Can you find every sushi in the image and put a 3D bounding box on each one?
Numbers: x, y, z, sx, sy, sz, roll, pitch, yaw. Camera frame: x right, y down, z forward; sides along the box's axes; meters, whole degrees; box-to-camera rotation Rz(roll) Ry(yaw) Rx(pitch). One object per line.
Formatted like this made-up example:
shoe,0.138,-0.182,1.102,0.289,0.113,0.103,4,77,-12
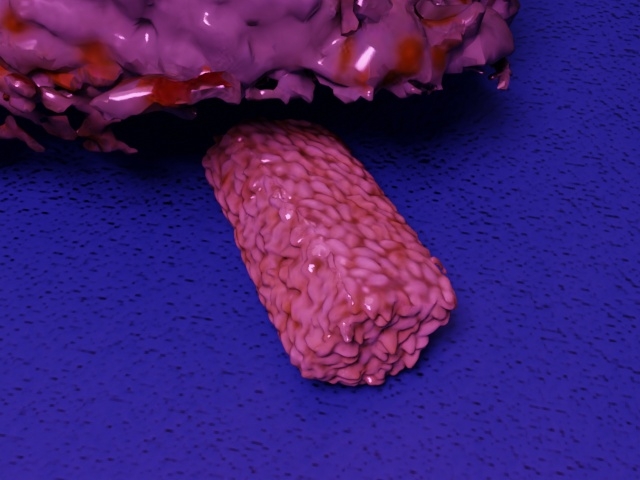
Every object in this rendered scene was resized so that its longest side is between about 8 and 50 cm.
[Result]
sushi,-0.075,-0.182,0.664,0.417,0.176,0.417,-4,31,2

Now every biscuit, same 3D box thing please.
biscuit,0.000,0.000,0.611,0.082,0.070,0.168,7,38,-39
